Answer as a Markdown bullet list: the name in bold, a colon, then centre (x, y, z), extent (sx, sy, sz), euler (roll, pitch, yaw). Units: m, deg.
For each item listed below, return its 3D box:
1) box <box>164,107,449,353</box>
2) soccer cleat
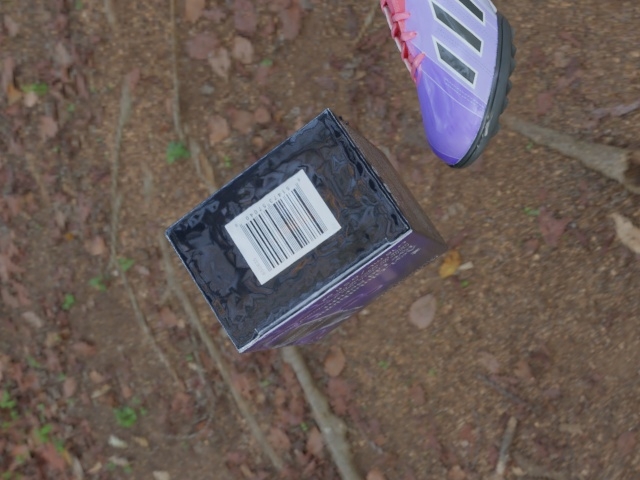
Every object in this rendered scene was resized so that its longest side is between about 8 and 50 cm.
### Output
- **box**: centre (0.000, 0.000, 0.750), extent (0.153, 0.207, 0.108), euler (-36, 78, 11)
- **soccer cleat**: centre (0.089, -0.209, 0.815), extent (0.108, 0.116, 0.318), euler (139, 137, -59)
